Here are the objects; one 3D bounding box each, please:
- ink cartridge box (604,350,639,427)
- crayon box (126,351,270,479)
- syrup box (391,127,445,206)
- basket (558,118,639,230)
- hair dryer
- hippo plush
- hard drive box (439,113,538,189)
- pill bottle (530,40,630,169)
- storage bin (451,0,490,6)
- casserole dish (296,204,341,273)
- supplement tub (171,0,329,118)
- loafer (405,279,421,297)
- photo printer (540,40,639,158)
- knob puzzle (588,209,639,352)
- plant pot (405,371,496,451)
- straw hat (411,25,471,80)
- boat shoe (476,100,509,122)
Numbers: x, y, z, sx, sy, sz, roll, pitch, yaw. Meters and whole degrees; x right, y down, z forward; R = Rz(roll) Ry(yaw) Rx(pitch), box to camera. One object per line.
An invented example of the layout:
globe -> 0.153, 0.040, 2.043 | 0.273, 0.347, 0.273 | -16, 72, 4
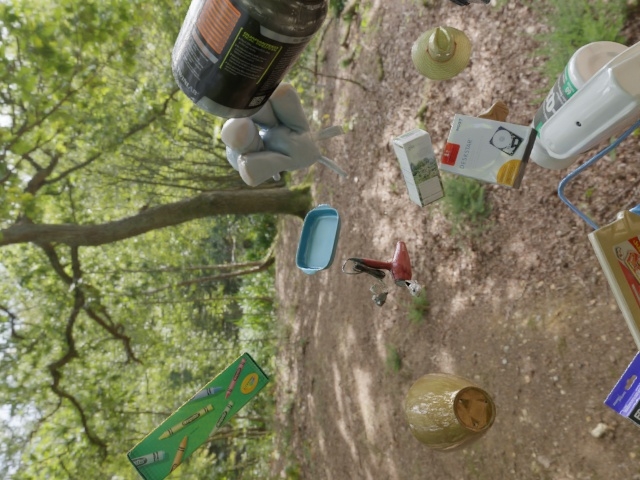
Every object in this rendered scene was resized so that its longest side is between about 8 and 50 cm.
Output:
ink cartridge box -> 0.993, 0.467, 1.351 | 0.208, 0.206, 0.045 | 36, 170, 22
crayon box -> -0.237, 0.358, 0.936 | 0.081, 0.278, 0.165 | 48, 157, 9
syrup box -> 0.325, -0.240, 1.518 | 0.236, 0.093, 0.096 | 66, 175, -26
basket -> 0.628, -0.076, 0.845 | 0.254, 0.201, 0.288 | -48, 61, 34
hair dryer -> 0.249, 0.093, 1.764 | 0.223, 0.294, 0.080 | 47, 146, 11
hippo plush -> -0.121, -0.262, 1.156 | 0.237, 0.295, 0.234 | -159, 62, -65
hard drive box -> 0.506, -0.270, 1.399 | 0.232, 0.089, 0.180 | 21, 104, 32
pill bottle -> 0.753, -0.372, 1.344 | 0.361, 0.205, 0.204 | 85, 178, -67
storage bin -> 0.350, -0.614, 1.080 | 0.091, 0.135, 0.098 | 47, 123, 47
casserole dish -> 0.000, 0.000, 1.180 | 0.114, 0.037, 0.188 | 0, 71, 38
supplement tub -> -0.123, -0.390, 0.822 | 0.338, 0.207, 0.206 | -34, 55, 50
loafer -> 0.313, 0.162, 1.561 | 0.125, 0.039, 0.045 | -77, -3, -80
photo printer -> 0.606, -0.290, 0.925 | 0.107, 0.256, 0.307 | 59, 176, 11
knob puzzle -> 0.427, 0.053, 0.600 | 0.030, 0.213, 0.212 | -34, 57, 56
plant pot -> 0.391, 0.485, 1.321 | 0.254, 0.238, 0.236 | 103, 162, -67
straw hat -> 0.273, -0.441, 1.036 | 0.061, 0.145, 0.144 | 44, -141, -70
boat shoe -> 0.663, -0.464, 1.866 | 0.098, 0.277, 0.096 | 52, 149, -1
